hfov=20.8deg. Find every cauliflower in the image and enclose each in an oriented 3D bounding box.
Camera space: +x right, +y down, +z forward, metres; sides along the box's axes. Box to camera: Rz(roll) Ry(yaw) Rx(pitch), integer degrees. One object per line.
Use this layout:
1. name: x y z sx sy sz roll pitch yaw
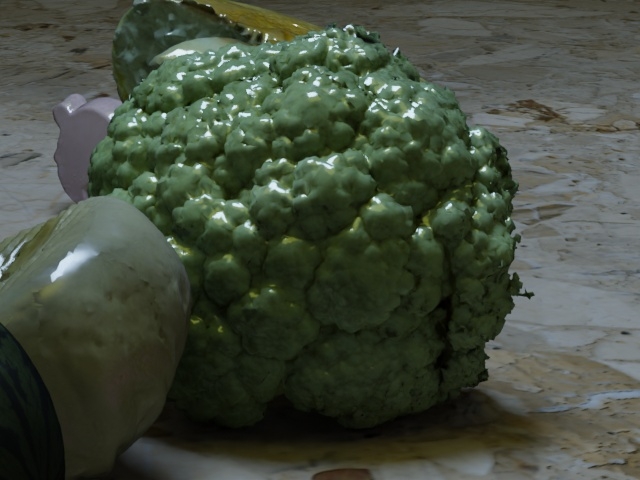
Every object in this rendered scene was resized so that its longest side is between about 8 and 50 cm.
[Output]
1. cauliflower: 0.000 0.000 1.125 0.272 0.275 0.250 -16 -21 11

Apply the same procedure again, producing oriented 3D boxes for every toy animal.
1. toy animal: -0.147 -0.090 1.640 0.124 0.124 0.212 9 12 36

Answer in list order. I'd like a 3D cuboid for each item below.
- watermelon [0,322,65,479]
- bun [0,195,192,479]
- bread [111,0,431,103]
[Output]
1. watermelon: -0.216 0.102 0.736 0.212 0.212 0.212 -2 15 0
2. bun: -0.155 0.067 0.978 0.178 0.128 0.193 -21 21 34
3. bread: -0.028 -0.091 1.479 0.333 0.160 0.333 17 19 -6
